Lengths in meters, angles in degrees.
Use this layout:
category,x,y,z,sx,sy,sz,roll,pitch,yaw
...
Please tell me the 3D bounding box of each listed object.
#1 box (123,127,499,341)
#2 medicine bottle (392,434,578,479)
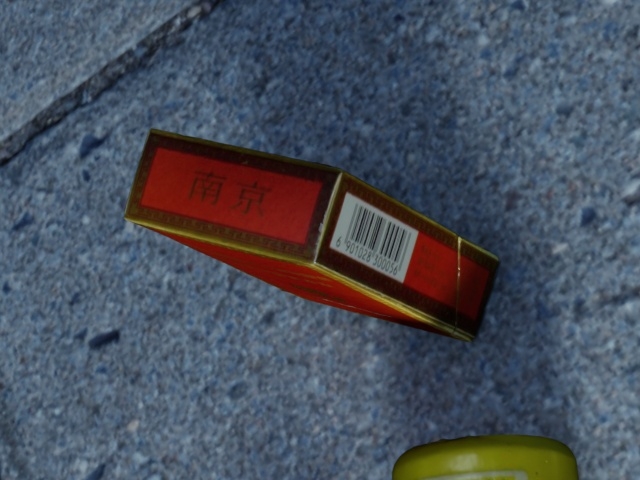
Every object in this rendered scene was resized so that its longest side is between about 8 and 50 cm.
category,x,y,z,sx,sy,sz,roll,pitch,yaw
box,0.000,-0.001,1.265,0.153,0.240,0.074,9,80,31
medicine bottle,0.110,0.238,1.203,0.122,0.122,0.212,-12,70,26
